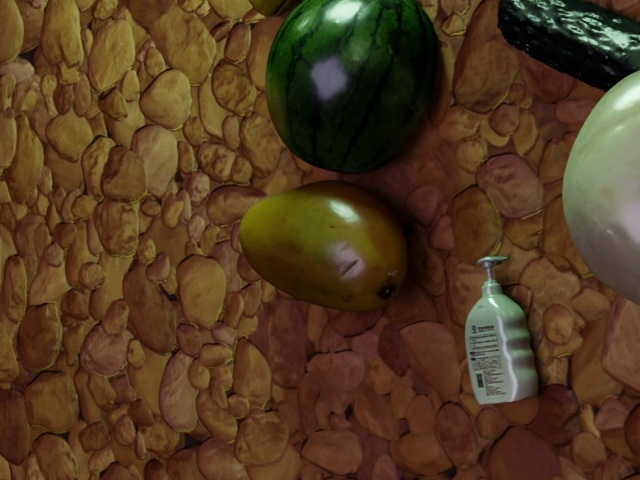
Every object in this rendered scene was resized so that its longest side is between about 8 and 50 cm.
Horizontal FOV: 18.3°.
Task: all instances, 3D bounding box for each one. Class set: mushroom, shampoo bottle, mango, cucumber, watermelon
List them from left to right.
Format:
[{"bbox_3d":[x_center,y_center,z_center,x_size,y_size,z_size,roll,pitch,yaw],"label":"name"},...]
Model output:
[{"bbox_3d":[0.000,0.000,2.165,0.253,0.113,0.138,15,107,49],"label":"mango"},{"bbox_3d":[0.018,-0.184,2.124,0.204,0.127,0.232,39,113,39],"label":"watermelon"},{"bbox_3d":[0.180,0.091,2.046,0.077,0.045,0.152,-13,86,45],"label":"shampoo bottle"},{"bbox_3d":[0.252,-0.195,1.945,0.211,0.062,0.078,29,113,38],"label":"cucumber"},{"bbox_3d":[0.341,-0.040,1.797,0.246,0.202,0.246,-1,74,3],"label":"mushroom"}]

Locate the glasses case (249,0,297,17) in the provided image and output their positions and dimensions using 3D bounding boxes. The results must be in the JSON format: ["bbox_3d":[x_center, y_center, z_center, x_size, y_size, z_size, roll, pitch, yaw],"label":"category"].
[{"bbox_3d":[-0.010,-0.345,2.176,0.234,0.064,0.079,-54,52,31],"label":"glasses case"}]
